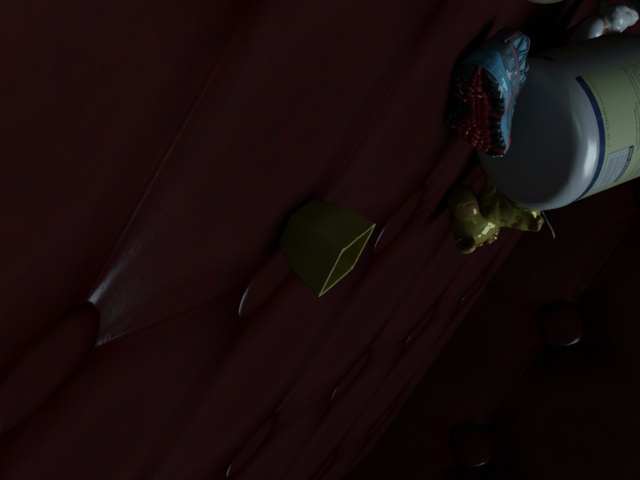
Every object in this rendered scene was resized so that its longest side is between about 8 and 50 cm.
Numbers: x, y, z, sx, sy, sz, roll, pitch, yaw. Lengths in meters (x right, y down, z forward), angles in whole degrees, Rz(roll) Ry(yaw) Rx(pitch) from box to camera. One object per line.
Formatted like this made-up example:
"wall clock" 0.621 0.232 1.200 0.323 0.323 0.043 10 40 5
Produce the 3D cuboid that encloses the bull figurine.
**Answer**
"bull figurine" 0.428 -0.291 2.131 0.310 0.101 0.188 -49 171 -5

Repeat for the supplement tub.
"supplement tub" 0.425 -0.196 1.913 0.324 0.235 0.235 -19 148 -35

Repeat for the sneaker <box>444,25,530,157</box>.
"sneaker" 0.259 -0.213 1.754 0.125 0.104 0.262 -52 167 -15

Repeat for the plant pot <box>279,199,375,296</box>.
"plant pot" 0.000 0.000 1.452 0.081 0.083 0.081 -39 161 -48

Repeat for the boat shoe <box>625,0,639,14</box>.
"boat shoe" 0.592 -0.399 1.915 0.156 0.136 0.367 -41 -155 10

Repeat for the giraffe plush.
"giraffe plush" 0.306 -0.065 2.221 0.170 0.210 0.181 -25 179 15

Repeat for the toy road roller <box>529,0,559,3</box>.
"toy road roller" 0.337 -0.430 1.364 0.329 0.241 0.202 -17 173 12
